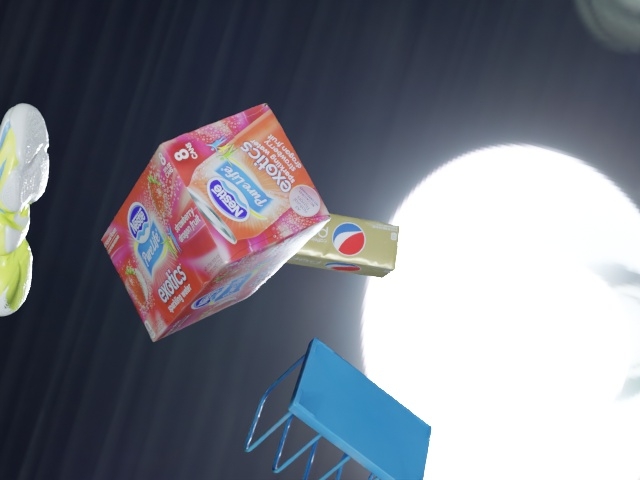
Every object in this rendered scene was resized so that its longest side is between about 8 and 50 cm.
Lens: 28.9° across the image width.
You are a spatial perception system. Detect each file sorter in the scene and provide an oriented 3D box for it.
[{"bbox_3d":[0.018,0.215,1.332,0.170,0.104,0.118,39,30,-12],"label":"file sorter"}]

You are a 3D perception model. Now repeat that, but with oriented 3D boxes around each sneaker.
[{"bbox_3d":[-0.380,-0.039,1.373,0.126,0.240,0.091,11,6,11],"label":"sneaker"}]

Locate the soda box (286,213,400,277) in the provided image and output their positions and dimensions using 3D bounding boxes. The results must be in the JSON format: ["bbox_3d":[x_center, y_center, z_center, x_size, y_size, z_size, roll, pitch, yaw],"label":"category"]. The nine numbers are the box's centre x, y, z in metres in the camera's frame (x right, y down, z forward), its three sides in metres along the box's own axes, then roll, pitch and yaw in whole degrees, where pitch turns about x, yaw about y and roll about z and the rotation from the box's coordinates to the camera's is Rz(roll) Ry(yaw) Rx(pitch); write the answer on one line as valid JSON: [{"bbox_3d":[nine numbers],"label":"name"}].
[{"bbox_3d":[0.000,0.000,1.500,0.181,0.058,0.061,9,-14,-11],"label":"soda box"}]

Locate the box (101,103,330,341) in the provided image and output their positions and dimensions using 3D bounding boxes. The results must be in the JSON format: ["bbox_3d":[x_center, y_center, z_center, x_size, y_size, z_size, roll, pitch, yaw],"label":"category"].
[{"bbox_3d":[-0.111,-0.011,1.210,0.123,0.128,0.257,-24,-9,-29],"label":"box"}]
